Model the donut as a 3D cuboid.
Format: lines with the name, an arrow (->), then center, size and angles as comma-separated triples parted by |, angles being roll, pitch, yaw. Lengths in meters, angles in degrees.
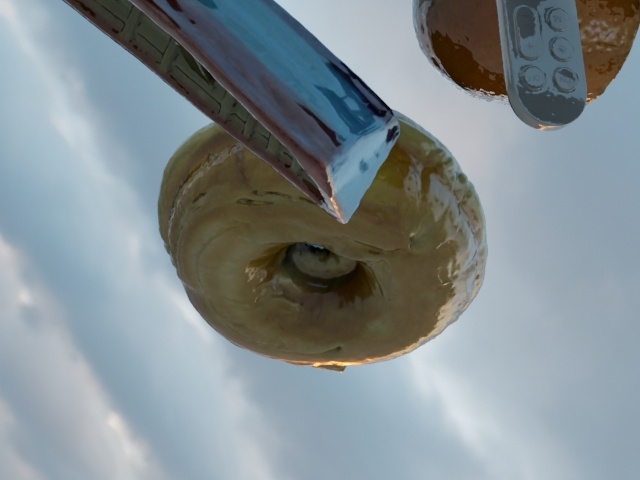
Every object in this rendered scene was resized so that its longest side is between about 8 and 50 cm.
donut -> 0.000, 0.000, 1.457 | 0.449, 0.198, 0.449 | 6, -46, 7

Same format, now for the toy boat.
toy boat -> -0.116, -0.154, 0.641 | 0.392, 0.079, 0.136 | 41, -8, 20

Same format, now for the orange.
orange -> 0.229, -0.274, 1.255 | 0.274, 0.310, 0.274 | 3, -76, 12

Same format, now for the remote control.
remote control -> 0.200, -0.220, 1.032 | 0.022, 0.077, 0.245 | 142, -53, -67
